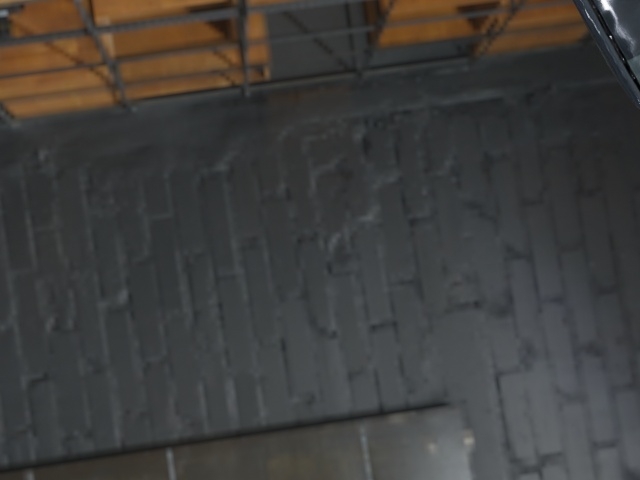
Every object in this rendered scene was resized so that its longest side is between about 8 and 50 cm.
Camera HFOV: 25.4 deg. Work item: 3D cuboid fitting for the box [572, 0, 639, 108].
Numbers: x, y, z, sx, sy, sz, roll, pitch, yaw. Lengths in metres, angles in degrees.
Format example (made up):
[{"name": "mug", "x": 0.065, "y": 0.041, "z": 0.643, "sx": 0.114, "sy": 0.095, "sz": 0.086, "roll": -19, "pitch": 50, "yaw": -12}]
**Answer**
[{"name": "box", "x": 0.175, "y": -0.154, "z": 0.487, "sx": 0.175, "sy": 0.220, "sz": 0.051, "roll": 41, "pitch": 23, "yaw": -56}]
